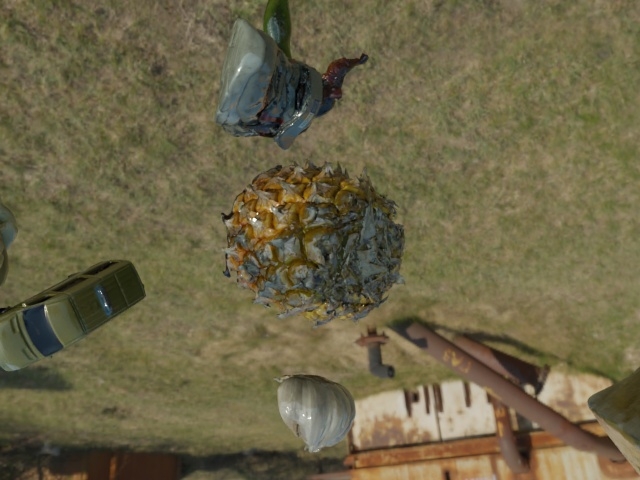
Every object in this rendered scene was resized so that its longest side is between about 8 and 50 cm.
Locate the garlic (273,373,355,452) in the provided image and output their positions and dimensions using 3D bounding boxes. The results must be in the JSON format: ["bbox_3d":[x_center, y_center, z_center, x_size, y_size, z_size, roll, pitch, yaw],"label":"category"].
[{"bbox_3d":[-0.004,0.206,0.745,0.113,0.094,0.074,14,151,-30],"label":"garlic"}]

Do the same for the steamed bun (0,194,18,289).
[{"bbox_3d":[-0.710,0.013,1.130,0.289,0.276,0.203,42,133,-10],"label":"steamed bun"}]

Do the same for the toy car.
[{"bbox_3d":[-0.421,0.119,1.034,0.125,0.101,0.257,-12,-165,32],"label":"toy car"}]

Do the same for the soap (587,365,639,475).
[{"bbox_3d":[0.386,0.224,0.486,0.143,0.281,0.259,-37,174,-3],"label":"soap"}]

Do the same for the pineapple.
[{"bbox_3d":[0.000,0.003,1.228,0.300,0.352,0.353,13,174,45],"label":"pineapple"}]

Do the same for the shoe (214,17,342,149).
[{"bbox_3d":[-0.042,-0.150,0.649,0.126,0.099,0.227,14,180,-4],"label":"shoe"}]

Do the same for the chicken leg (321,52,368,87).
[{"bbox_3d":[0.043,-0.436,1.644,0.048,0.219,0.089,29,169,39],"label":"chicken leg"}]

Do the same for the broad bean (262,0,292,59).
[{"bbox_3d":[-0.078,-0.358,1.176,0.060,0.297,0.043,-8,-176,-19],"label":"broad bean"}]
